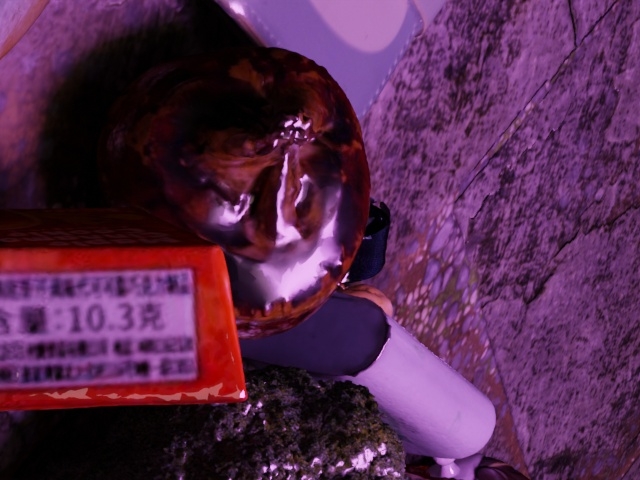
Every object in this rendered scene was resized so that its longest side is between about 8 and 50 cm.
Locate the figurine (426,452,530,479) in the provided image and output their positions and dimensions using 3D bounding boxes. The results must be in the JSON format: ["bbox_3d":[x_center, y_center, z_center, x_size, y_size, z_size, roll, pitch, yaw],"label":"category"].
[{"bbox_3d":[0.145,0.381,1.973,0.281,0.167,0.370,-61,166,-56],"label":"figurine"}]

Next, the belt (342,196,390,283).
[{"bbox_3d":[0.000,0.000,1.565,0.140,0.105,0.058,-11,119,-38],"label":"belt"}]

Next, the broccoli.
[{"bbox_3d":[-0.071,0.237,1.420,0.303,0.321,0.284,-15,107,-15],"label":"broccoli"}]

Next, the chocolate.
[{"bbox_3d":[-0.188,0.041,1.156,0.237,0.235,0.108,1,98,-19],"label":"chocolate"}]

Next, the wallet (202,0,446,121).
[{"bbox_3d":[0.049,-0.281,1.481,0.360,0.083,0.252,-57,141,-12],"label":"wallet"}]

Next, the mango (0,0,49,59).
[{"bbox_3d":[-0.250,-0.182,1.023,0.384,0.198,0.222,-36,132,-55],"label":"mango"}]

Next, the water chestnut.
[{"bbox_3d":[-0.065,-0.042,1.345,0.223,0.238,0.224,3,81,-21],"label":"water chestnut"}]

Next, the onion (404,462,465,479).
[{"bbox_3d":[0.048,0.360,1.649,0.341,0.341,0.341,-33,135,-40],"label":"onion"}]

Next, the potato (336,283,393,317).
[{"bbox_3d":[0.032,0.074,1.699,0.062,0.068,0.083,-83,-176,-48],"label":"potato"}]

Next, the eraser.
[{"bbox_3d":[0.039,0.121,1.617,0.227,0.174,0.081,42,64,-51],"label":"eraser"}]
